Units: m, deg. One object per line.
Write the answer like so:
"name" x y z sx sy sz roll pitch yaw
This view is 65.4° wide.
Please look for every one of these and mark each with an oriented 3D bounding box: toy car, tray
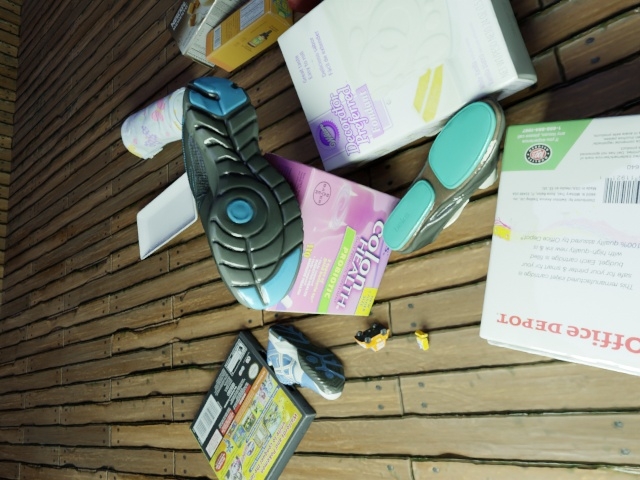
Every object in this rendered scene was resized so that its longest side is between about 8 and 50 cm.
"toy car" 0.114 0.169 0.807 0.122 0.060 0.041 5 117 49
"tray" -0.406 -0.062 1.331 0.270 0.030 0.145 -29 65 35

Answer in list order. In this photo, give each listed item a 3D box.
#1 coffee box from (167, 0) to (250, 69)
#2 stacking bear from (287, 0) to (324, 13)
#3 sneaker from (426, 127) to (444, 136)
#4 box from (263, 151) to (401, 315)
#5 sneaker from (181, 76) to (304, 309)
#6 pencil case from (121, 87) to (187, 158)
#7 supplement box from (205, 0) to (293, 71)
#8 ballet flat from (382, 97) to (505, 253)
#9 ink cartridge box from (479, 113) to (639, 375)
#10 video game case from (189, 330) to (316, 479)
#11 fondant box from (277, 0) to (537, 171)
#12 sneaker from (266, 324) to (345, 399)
"coffee box" -0.267 -0.584 1.251 0.246 0.098 0.141 -47 55 25
"stacking bear" 0.107 -0.431 0.853 0.289 0.164 0.176 39 126 27
"sneaker" 0.210 -0.228 0.782 0.175 0.067 0.064 -40 57 28
"box" 0.000 0.000 0.810 0.117 0.242 0.214 25 99 42
"sneaker" -0.116 -0.059 0.707 0.140 0.124 0.341 127 131 -58
"pencil case" -0.421 -0.308 1.333 0.273 0.113 0.124 -12 83 40
"supplement box" -0.169 -0.486 1.162 0.233 0.078 0.080 -13 71 39
"ballet flat" 0.188 -0.086 0.724 0.280 0.096 0.095 -57 46 44
"ink cartridge box" 0.325 0.003 0.602 0.201 0.117 0.279 6 86 43
"video game case" -0.150 0.372 1.021 0.248 0.035 0.275 41 109 39
"fondant box" 0.111 -0.272 0.742 0.330 0.096 0.239 -20 90 42
"sneaker" -0.031 0.233 0.917 0.211 0.080 0.081 30 109 51
